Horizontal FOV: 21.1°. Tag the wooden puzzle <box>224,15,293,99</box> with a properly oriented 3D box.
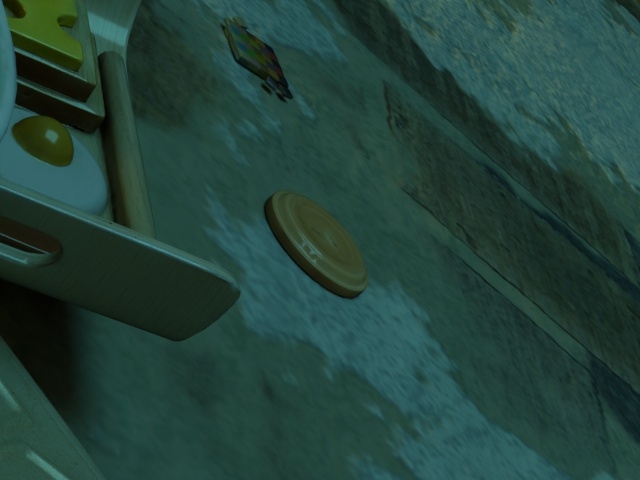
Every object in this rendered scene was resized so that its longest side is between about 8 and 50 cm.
[{"bbox_3d":[-0.048,-0.135,1.252,0.049,0.006,0.083,30,25,-38],"label":"wooden puzzle"}]

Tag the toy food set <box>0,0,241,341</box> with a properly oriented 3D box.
[{"bbox_3d":[-0.155,-0.096,0.767,0.219,0.092,0.306,22,29,-26],"label":"toy food set"}]

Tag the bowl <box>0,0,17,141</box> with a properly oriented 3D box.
[{"bbox_3d":[-0.251,-0.102,0.485,0.311,0.163,0.311,50,15,-19],"label":"bowl"}]

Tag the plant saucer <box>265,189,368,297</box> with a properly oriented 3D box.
[{"bbox_3d":[0.000,0.000,1.079,0.083,0.013,0.083,39,21,-18],"label":"plant saucer"}]

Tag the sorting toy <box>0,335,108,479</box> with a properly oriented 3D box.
[{"bbox_3d":[-0.146,0.084,0.596,0.208,0.038,0.193,47,19,14],"label":"sorting toy"}]
